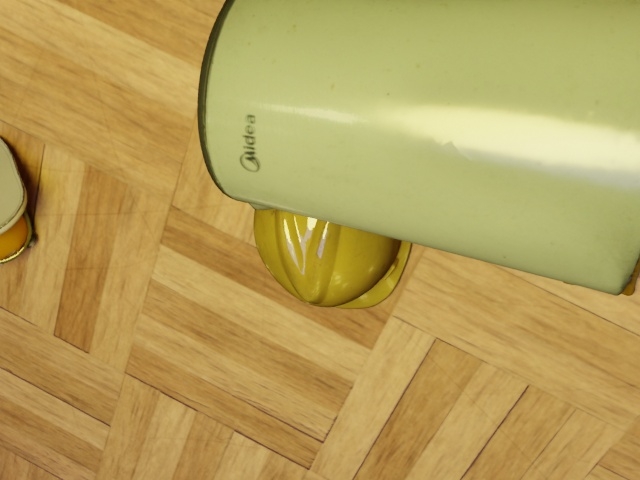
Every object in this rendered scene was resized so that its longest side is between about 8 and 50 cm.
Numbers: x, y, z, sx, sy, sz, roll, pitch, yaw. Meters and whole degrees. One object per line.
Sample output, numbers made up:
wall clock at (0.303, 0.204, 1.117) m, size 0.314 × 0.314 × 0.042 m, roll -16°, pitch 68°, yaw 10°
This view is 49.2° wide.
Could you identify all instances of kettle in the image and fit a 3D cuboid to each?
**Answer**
kettle at (0.100, -0.157, 0.600) m, size 0.376 × 0.250 × 0.361 m, roll 12°, pitch 126°, yaw 19°

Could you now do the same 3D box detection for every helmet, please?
helmet at (0.000, 0.000, 0.829) m, size 0.205 × 0.140 × 0.257 m, roll 5°, pitch 115°, yaw 17°

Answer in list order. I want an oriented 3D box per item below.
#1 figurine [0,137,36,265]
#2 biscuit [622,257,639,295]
figurine at (-0.498, -0.058, 1.008) m, size 0.250 × 0.166 × 0.141 m, roll 43°, pitch 164°, yaw 23°
biscuit at (0.322, 0.020, 0.791) m, size 0.081 × 0.018 × 0.083 m, roll 12°, pitch 119°, yaw 14°
